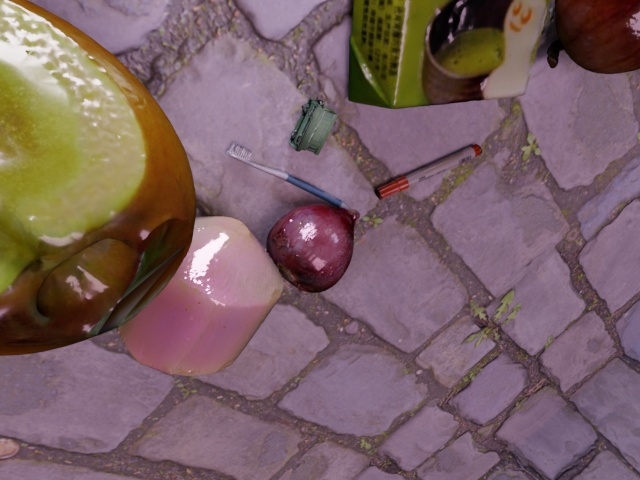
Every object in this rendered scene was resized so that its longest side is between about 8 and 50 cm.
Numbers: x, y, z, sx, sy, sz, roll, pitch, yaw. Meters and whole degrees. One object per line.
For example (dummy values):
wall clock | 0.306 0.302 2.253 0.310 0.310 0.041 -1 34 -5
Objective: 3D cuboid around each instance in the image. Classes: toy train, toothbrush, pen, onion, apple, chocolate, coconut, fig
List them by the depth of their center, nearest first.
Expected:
apple | -0.324 -0.052 0.491 0.374 0.374 0.384 -53 168 13
chocolate | 0.204 -0.353 0.730 0.301 0.137 0.288 -12 126 -20
coconut | -0.188 0.072 0.772 0.233 0.233 0.245 20 111 -35
toy train | -0.012 -0.189 0.796 0.056 0.038 0.093 13 115 -35
fig | 0.513 -0.406 0.821 0.235 0.214 0.234 -2 100 -9
toothbrush | -0.044 -0.107 0.847 0.276 0.019 0.025 22 101 -36
onion | 0.000 0.000 0.865 0.195 0.159 0.159 -42 134 -26
pen | 0.218 -0.138 0.953 0.239 0.028 0.028 -24 129 -11
